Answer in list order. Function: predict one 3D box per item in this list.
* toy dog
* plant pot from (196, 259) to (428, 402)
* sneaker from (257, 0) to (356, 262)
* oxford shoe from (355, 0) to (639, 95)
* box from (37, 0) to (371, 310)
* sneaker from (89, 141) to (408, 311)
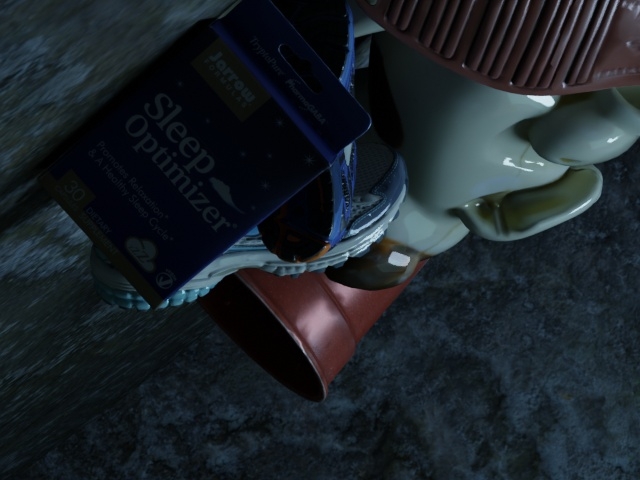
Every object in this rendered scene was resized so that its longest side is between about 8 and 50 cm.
[{"bbox_3d":[0.124,-0.108,1.481,0.395,0.284,0.408,-13,162,-37],"label":"toy dog"},{"bbox_3d":[0.000,0.000,1.831,0.265,0.272,0.272,-43,177,-16],"label":"plant pot"},{"bbox_3d":[-0.009,-0.090,1.242,0.083,0.221,0.087,5,176,17],"label":"sneaker"},{"bbox_3d":[0.207,-0.204,1.248,0.140,0.397,0.146,116,-21,-44],"label":"oxford shoe"},{"bbox_3d":[-0.088,-0.066,1.177,0.225,0.136,0.036,-39,-173,19],"label":"box"},{"bbox_3d":[-0.055,-0.035,1.296,0.283,0.110,0.122,-20,130,-18],"label":"sneaker"}]
